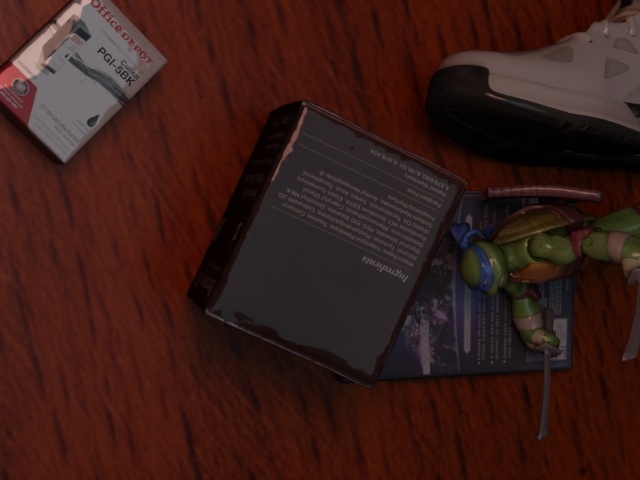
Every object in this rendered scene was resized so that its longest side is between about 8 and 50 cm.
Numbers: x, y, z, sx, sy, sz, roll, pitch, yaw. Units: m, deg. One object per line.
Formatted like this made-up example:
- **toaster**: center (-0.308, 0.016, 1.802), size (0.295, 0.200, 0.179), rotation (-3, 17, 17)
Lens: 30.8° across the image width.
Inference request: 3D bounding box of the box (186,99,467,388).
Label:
- **box**: center (0.000, 0.000, 1.063), size (0.167, 0.168, 0.203), rotation (26, 87, -12)

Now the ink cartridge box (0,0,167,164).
- **ink cartridge box**: center (-0.220, -0.149, 1.040), size (0.099, 0.056, 0.135), rotation (46, 77, -17)

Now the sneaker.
- **sneaker**: center (0.300, -0.210, 1.213), size (0.448, 0.169, 0.257), rotation (5, 83, -30)

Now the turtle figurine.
- **turtle figurine**: center (0.286, 0.050, 1.162), size (0.266, 0.274, 0.197), rotation (-23, 136, -24)

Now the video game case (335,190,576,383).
- **video game case**: center (0.146, 0.045, 1.219), size (0.274, 0.026, 0.196), rotation (-1, 94, -21)
